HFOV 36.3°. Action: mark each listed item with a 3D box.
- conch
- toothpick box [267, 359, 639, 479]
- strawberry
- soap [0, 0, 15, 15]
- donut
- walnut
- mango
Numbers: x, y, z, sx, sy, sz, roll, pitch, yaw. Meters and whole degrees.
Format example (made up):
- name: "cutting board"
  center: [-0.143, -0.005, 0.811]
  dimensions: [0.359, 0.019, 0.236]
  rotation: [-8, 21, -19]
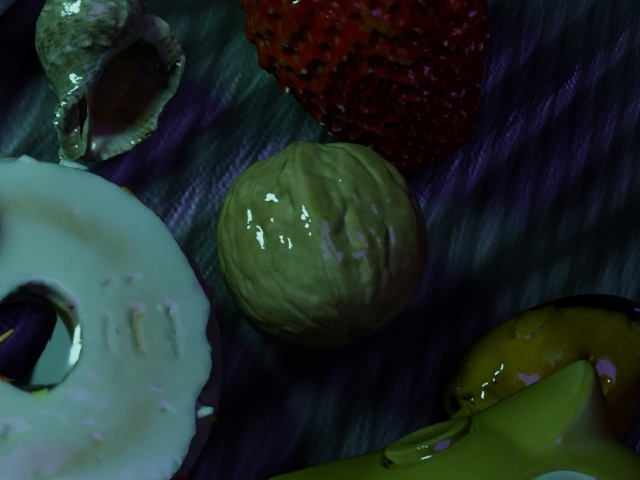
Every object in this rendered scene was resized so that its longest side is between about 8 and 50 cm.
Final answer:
- name: "conch"
  center: [-0.220, -0.178, 1.015]
  dimensions: [0.155, 0.130, 0.207]
  rotation: [8, 80, -10]
- name: "toothpick box"
  center: [0.170, 0.363, 0.877]
  dimensions: [0.408, 0.409, 0.426]
  rotation: [-19, 85, -30]
- name: "strawberry"
  center: [0.087, -0.247, 1.132]
  dimensions: [0.351, 0.267, 0.312]
  rotation: [56, 51, -29]
- name: "soap"
  center: [-0.411, -0.310, 0.890]
  dimensions: [0.285, 0.107, 0.296]
  rotation: [-58, 144, -28]
- name: "donut"
  center: [-0.272, 0.106, 0.882]
  dimensions: [0.382, 0.142, 0.383]
  rotation: [10, 65, -21]
- name: "walnut"
  center: [0.000, 0.000, 1.026]
  dimensions: [0.228, 0.228, 0.228]
  rotation: [8, 71, -24]
- name: "mango"
  center: [0.272, 0.171, 1.136]
  dimensions: [0.287, 0.152, 0.201]
  rotation: [-4, 71, -28]
